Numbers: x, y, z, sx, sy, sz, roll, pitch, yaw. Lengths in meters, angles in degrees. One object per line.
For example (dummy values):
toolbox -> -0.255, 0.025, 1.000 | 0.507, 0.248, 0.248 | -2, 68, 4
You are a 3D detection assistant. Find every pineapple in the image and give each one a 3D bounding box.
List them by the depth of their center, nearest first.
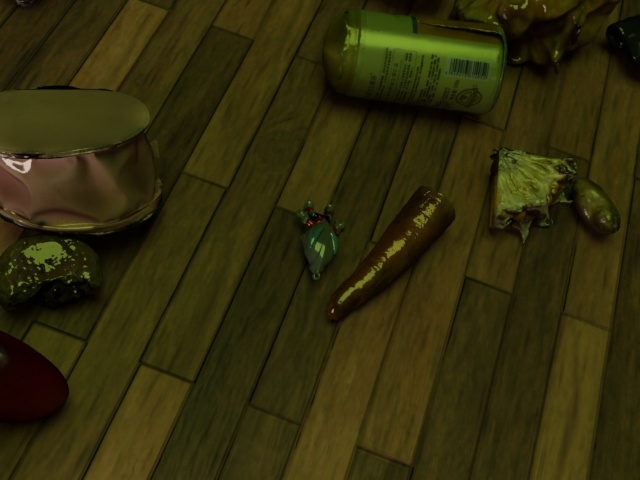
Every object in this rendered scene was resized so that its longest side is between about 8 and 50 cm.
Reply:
pineapple -> 0.256, -0.069, 1.053 | 0.137, 0.069, 0.116 | -33, 70, -24

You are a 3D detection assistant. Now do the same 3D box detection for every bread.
bread -> -0.295, 0.034, 0.898 | 0.113, 0.060, 0.082 | -8, 61, -17

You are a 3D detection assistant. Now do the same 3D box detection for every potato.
potato -> 0.355, -0.041, 1.067 | 0.045, 0.046, 0.092 | -5, 49, -28

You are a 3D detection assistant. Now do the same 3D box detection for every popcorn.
popcorn -> 0.317, -0.366, 1.178 | 0.191, 0.190, 0.253 | 39, 64, 22

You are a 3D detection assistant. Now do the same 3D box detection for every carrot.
carrot -> 0.078, 0.022, 0.979 | 0.061, 0.061, 0.210 | 38, 65, 14

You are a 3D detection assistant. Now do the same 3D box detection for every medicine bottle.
medicine bottle -> 0.121, -0.242, 1.107 | 0.238, 0.124, 0.124 | 8, 58, -4

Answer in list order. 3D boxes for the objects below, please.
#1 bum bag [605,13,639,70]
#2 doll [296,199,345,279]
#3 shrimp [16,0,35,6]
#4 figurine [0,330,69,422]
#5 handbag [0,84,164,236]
bum bag -> 0.583, -0.270, 1.229 | 0.326, 0.080, 0.142 | 14, 54, 0
doll -> 0.001, -0.001, 0.985 | 0.057, 0.039, 0.114 | 39, 37, -36
shrimp -> -0.525, -0.483, 1.125 | 0.410, 0.166, 0.221 | 41, 88, 20
figurine -> -0.407, 0.125, 0.729 | 0.211, 0.270, 0.261 | 38, 71, 21
handbag -> -0.279, -0.091, 0.917 | 0.204, 0.117, 0.179 | -2, 35, -10
